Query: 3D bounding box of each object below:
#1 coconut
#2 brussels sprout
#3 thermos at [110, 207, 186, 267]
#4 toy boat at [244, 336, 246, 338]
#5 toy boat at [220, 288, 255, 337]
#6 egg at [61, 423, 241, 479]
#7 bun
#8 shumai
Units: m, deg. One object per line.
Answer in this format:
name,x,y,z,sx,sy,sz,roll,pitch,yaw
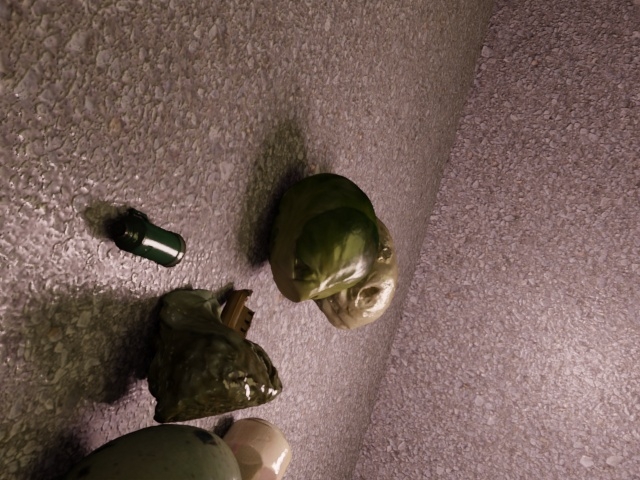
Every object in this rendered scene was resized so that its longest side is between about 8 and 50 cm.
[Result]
coconut,-0.202,0.620,2.037,0.234,0.224,0.224,-55,153,-42
brussels sprout,0.004,0.004,1.957,0.355,0.281,0.289,-50,150,-24
thermos,-0.329,-0.005,1.383,0.083,0.073,0.187,-69,159,-6
toy boat,-0.261,0.350,1.888,0.219,0.072,0.318,-48,159,-52
toy boat,-0.205,0.190,1.799,0.057,0.077,0.200,-48,-166,33
egg,-0.340,0.540,1.398,0.428,0.345,0.345,-48,150,-29
bun,0.082,0.084,2.221,0.234,0.326,0.362,1,117,-24
shumai,-0.251,0.226,1.548,0.330,0.291,0.289,65,14,-75
